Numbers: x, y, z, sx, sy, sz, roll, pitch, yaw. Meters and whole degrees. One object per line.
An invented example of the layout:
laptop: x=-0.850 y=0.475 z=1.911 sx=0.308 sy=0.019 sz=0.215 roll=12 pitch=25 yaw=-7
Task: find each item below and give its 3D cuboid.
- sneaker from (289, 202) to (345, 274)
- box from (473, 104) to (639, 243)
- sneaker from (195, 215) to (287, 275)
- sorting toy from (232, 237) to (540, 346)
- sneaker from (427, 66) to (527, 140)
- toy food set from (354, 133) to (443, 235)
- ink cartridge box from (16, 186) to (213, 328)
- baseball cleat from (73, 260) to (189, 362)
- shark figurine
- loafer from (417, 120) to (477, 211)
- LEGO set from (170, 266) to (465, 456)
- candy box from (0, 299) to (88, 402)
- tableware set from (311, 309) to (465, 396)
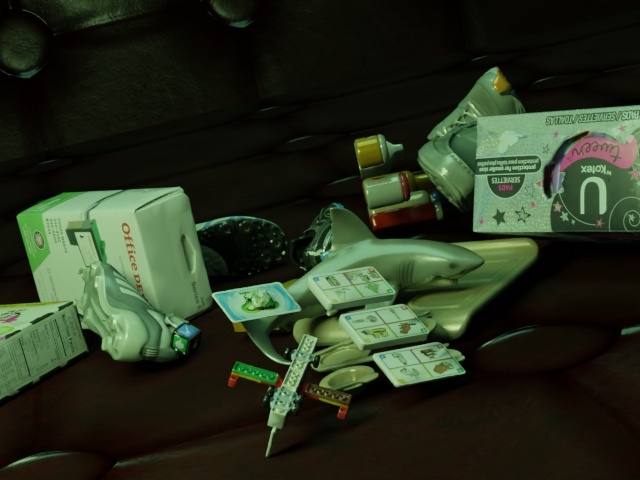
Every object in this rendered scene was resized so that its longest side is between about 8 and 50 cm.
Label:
sneaker: x=0.000 y=0.000 z=1.879 sx=0.078 sy=0.067 sz=0.188 roll=-15 pitch=9 yaw=-1
box: x=0.313 y=-0.069 z=1.815 sx=0.247 sy=0.142 sz=0.163 roll=-1 pitch=-4 yaw=44
sneaker: x=-0.162 y=0.014 z=2.130 sx=0.237 sy=0.085 sz=0.086 roll=-11 pitch=15 yaw=-2
sorting toy: x=0.069 y=0.066 z=1.803 sx=0.307 sy=0.041 sz=0.229 roll=-5 pitch=19 yaw=31
sneaker: x=0.220 y=-0.160 z=2.389 sx=0.121 sy=0.099 sz=0.262 roll=-30 pitch=-14 yaw=-17
toy food set: x=0.109 y=-0.075 z=2.155 sx=0.104 sy=0.111 sz=0.232 roll=-12 pitch=-18 yaw=1
ink cartridge box: x=-0.254 y=0.024 z=2.003 sx=0.219 sy=0.160 sz=0.092 roll=-2 pitch=18 yaw=41
baseball cleat: x=-0.212 y=0.089 z=1.843 sx=0.109 sy=0.072 sz=0.206 roll=13 pitch=21 yaw=-25
shark figurine: x=0.011 y=0.029 z=1.708 sx=0.278 sy=0.116 sz=0.166 roll=-20 pitch=16 yaw=-21
loafer: x=0.205 y=-0.114 z=2.185 sx=0.111 sy=0.112 sz=0.319 roll=-40 pitch=2 yaw=13
LEGO set: x=-0.013 y=0.108 z=1.529 sx=0.244 sy=0.060 sz=0.182 roll=-9 pitch=38 yaw=-30
candy box: x=-0.401 y=0.140 z=1.848 sx=0.159 sy=0.071 sz=0.233 roll=-5 pitch=14 yaw=33
tableware set: x=0.061 y=0.115 z=1.599 sx=0.141 sy=0.020 sz=0.168 roll=-18 pitch=17 yaw=-4
